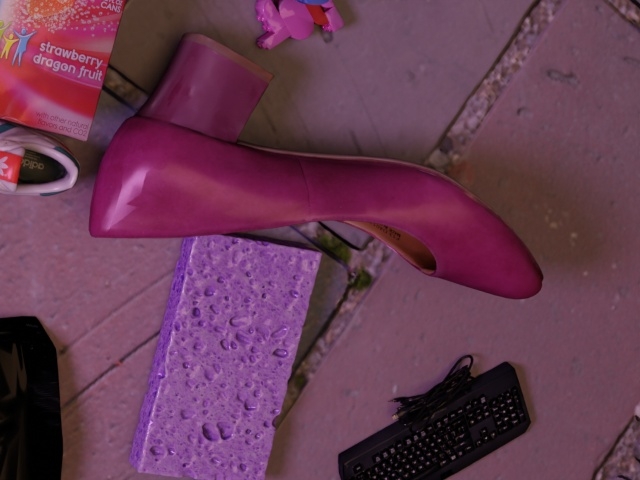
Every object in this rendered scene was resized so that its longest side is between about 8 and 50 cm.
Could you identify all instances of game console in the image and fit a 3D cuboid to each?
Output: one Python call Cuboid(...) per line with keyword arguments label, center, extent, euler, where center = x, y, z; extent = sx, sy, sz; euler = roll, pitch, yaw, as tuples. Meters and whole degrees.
Cuboid(label="game console", center=(-0.375, 0.176, 1.240), extent=(0.361, 0.044, 0.213), euler=(-4, 101, -24))

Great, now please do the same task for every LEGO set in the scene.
Cuboid(label="LEGO set", center=(-0.060, -0.239, 1.267), extent=(0.093, 0.087, 0.227), euler=(-36, 112, -14))

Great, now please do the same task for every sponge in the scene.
Cuboid(label="sponge", center=(-0.079, 0.097, 1.359), extent=(0.117, 0.031, 0.210), euler=(12, 96, -26))

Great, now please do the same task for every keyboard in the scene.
Cuboid(label="keyboard", center=(0.104, 0.176, 1.454), extent=(0.192, 0.038, 0.100), euler=(-28, 110, -17))

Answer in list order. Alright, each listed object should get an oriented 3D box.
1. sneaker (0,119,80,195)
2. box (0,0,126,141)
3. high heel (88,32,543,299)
Cuboid(label="sneaker", center=(-0.256, -0.068, 1.221), extent=(0.161, 0.075, 0.057), euler=(13, 95, -26))
Cuboid(label="box", center=(-0.282, -0.168, 1.162), extent=(0.256, 0.122, 0.128), euler=(15, 94, -26))
Cuboid(label="high heel", center=(0.000, 0.000, 1.321), extent=(0.377, 0.127, 0.181), euler=(29, 78, -12))
